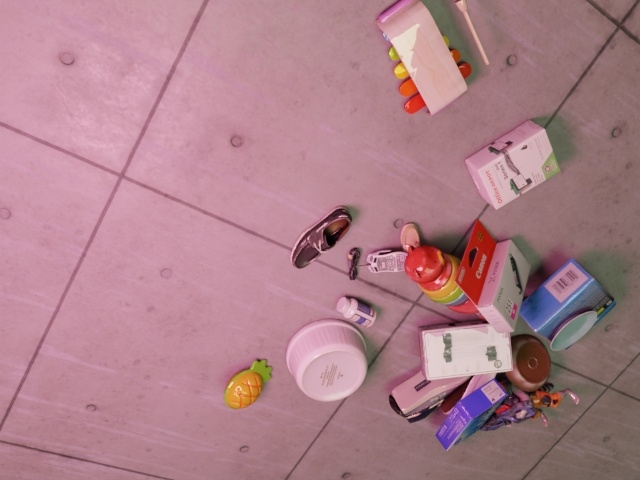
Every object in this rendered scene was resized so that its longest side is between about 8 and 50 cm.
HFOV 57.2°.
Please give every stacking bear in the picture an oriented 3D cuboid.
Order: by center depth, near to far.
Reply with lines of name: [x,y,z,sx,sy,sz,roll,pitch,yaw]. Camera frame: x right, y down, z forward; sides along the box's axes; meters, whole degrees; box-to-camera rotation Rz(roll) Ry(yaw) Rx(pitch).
stacking bear: [0.363,0.104,1.763,0.164,0.176,0.289,-24,142,35]

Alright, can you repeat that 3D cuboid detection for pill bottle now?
pill bottle: [0.112,0.224,1.859,0.120,0.067,0.067,28,109,-25]

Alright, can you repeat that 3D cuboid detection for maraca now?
maraca: [-0.233,0.465,1.898,0.185,0.099,0.127,-45,133,-16]

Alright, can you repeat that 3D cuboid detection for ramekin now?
ramekin: [0.030,0.398,1.901,0.272,0.127,0.273,-6,120,-10]

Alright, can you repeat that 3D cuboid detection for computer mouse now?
computer mouse: [0.178,0.065,1.794,0.192,0.042,0.106,-5,115,4]

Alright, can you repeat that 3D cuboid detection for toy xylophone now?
toy xylophone: [0.293,-0.476,1.507,0.236,0.081,0.323,-27,121,3]

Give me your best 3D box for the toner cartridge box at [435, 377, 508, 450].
toner cartridge box: [0.523,0.617,2.061,0.165,0.075,0.348,-24,150,-20]

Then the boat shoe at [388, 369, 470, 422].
boat shoe: [0.407,0.518,2.076,0.340,0.127,0.158,-28,139,1]

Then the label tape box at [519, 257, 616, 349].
label tape box: [0.841,0.225,1.991,0.249,0.115,0.347,-47,141,14]

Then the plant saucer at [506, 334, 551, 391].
plant saucer: [0.739,0.430,2.070,0.198,0.036,0.199,4,77,-17]

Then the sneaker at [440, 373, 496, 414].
sneaker: [0.552,0.525,2.104,0.123,0.106,0.290,28,108,-22]

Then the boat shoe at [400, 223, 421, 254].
boat shoe: [0.283,0.030,1.797,0.062,0.059,0.170,-14,121,-6]

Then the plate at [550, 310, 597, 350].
plate: [0.833,0.294,1.946,0.188,0.024,0.188,-19,137,-18]

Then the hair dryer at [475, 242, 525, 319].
hair dryer: [0.588,0.165,1.931,0.223,0.080,0.293,-45,120,11]

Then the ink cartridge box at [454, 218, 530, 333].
ink cartridge box: [0.527,0.099,1.771,0.060,0.275,0.239,-18,122,45]

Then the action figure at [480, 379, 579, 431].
action figure: [0.728,0.604,2.190,0.330,0.179,0.341,15,146,-17]

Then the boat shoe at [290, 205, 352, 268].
boat shoe: [0.000,0.000,1.705,0.233,0.079,0.084,-44,120,14]

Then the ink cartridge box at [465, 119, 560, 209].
ink cartridge box: [0.557,-0.217,1.705,0.219,0.093,0.160,-33,120,5]

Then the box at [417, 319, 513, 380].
box: [0.477,0.357,1.949,0.289,0.087,0.169,-7,93,-1]
